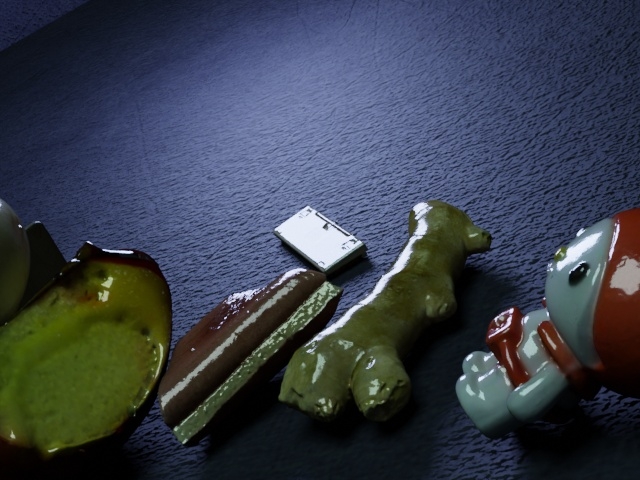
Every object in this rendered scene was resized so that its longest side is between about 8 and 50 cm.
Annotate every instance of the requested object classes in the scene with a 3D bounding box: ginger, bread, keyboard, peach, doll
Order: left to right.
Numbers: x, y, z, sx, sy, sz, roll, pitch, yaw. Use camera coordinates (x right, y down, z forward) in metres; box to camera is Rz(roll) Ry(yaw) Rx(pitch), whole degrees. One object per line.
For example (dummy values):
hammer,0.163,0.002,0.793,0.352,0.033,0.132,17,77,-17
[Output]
peach,-0.232,0.126,1.252,0.154,0.159,0.267,-39,9,46
bread,-0.070,0.097,1.241,0.192,0.067,0.119,-41,18,-12
keyboard,0.000,0.000,1.451,0.055,0.017,0.166,-36,24,-8
ginger,0.064,0.053,1.203,0.118,0.065,0.299,3,36,27
doll,0.227,0.041,0.966,0.290,0.130,0.161,-34,6,21

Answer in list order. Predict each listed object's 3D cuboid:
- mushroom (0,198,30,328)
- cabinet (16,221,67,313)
mushroom,-0.375,0.038,1.292,0.226,0.178,0.226,-36,11,8
cabinet,-0.392,0.088,1.518,0.175,0.148,0.215,3,38,50
